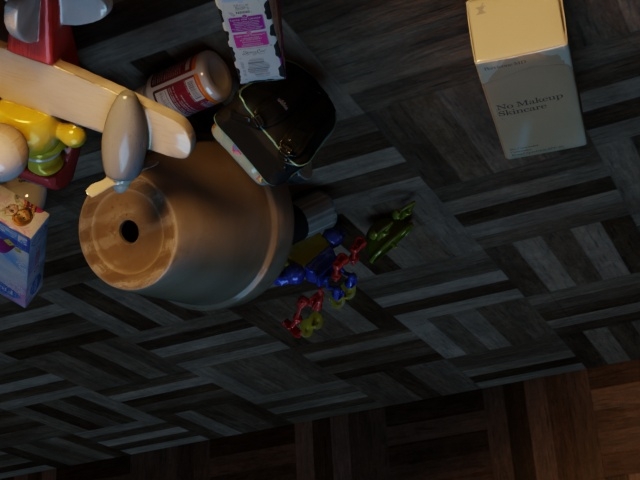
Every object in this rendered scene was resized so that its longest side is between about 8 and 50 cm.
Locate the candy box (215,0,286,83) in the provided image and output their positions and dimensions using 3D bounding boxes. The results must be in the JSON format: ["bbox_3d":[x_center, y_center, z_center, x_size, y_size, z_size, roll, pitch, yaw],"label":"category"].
[{"bbox_3d":[-0.098,-0.343,1.455,0.071,0.159,0.233,-7,155,4],"label":"candy box"}]

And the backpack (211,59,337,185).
[{"bbox_3d":[-0.070,-0.193,1.736,0.166,0.188,0.144,46,140,-10],"label":"backpack"}]

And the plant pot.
[{"bbox_3d":[-0.245,-0.024,1.811,0.323,0.323,0.280,-16,179,24],"label":"plant pot"}]

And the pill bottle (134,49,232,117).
[{"bbox_3d":[-0.224,-0.242,1.734,0.152,0.086,0.086,-17,151,28],"label":"pill bottle"}]

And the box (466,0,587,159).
[{"bbox_3d":[0.333,-0.262,1.715,0.148,0.121,0.311,-10,154,16],"label":"box"}]

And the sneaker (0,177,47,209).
[{"bbox_3d":[-0.598,-0.085,2.031,0.235,0.095,0.090,4,167,35],"label":"sneaker"}]

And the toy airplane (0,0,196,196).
[{"bbox_3d":[-0.420,-0.210,1.558,0.386,0.272,0.384,-8,138,41],"label":"toy airplane"}]

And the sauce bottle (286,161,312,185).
[{"bbox_3d":[-0.177,-0.096,2.015,0.344,0.111,0.111,-17,151,28],"label":"sauce bottle"}]

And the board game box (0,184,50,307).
[{"bbox_3d":[-0.654,-0.036,1.971,0.318,0.066,0.318,30,150,0],"label":"board game box"}]

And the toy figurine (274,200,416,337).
[{"bbox_3d":[0.000,0.000,2.214,0.362,0.217,0.191,-42,158,-20],"label":"toy figurine"}]

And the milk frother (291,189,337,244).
[{"bbox_3d":[-0.054,-0.074,2.105,0.135,0.129,0.143,-27,139,-39],"label":"milk frother"}]
